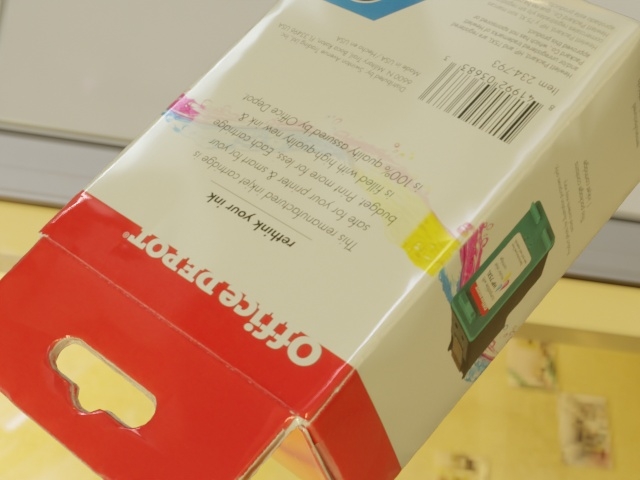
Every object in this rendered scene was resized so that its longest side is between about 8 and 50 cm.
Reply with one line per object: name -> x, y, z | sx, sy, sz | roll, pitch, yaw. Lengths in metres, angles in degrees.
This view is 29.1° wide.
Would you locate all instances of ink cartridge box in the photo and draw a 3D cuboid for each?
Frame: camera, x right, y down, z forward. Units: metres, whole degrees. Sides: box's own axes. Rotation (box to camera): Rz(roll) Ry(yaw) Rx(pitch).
ink cartridge box -> 0.000, 0.000, 0.442 | 0.231, 0.134, 0.078 | -47, -35, -18
